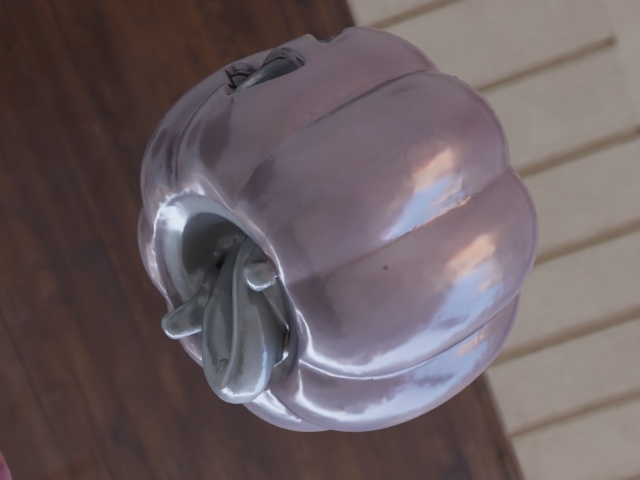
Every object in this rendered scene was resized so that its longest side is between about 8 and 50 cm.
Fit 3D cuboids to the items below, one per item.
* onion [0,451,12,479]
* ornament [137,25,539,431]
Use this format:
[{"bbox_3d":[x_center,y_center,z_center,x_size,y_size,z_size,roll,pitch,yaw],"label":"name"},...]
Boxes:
[{"bbox_3d":[-0.413,0.256,1.601,0.207,0.201,0.200,27,-148,16],"label":"onion"},{"bbox_3d":[0.000,-0.001,0.678,0.177,0.178,0.177,-20,-167,5],"label":"ornament"}]
